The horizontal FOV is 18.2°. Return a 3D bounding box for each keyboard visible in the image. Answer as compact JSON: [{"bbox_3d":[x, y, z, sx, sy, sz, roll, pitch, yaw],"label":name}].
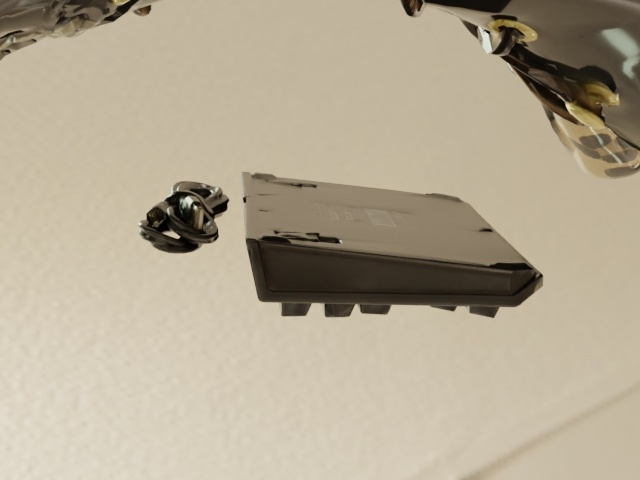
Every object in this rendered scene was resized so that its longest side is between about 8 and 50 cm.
[{"bbox_3d":[0.000,0.000,0.599,0.180,0.108,0.023,-112,29,-83],"label":"keyboard"}]

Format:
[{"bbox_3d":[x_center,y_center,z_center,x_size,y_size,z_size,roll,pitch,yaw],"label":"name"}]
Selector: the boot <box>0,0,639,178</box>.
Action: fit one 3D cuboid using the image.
[{"bbox_3d":[0.015,-0.096,0.599,0.284,0.377,0.138,31,-151,-41],"label":"boot"}]
